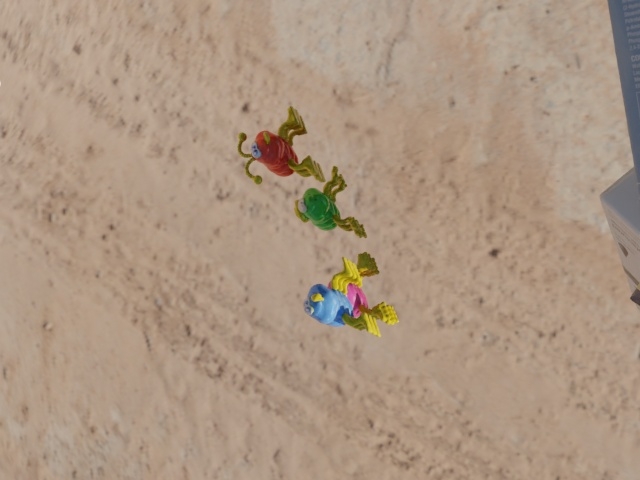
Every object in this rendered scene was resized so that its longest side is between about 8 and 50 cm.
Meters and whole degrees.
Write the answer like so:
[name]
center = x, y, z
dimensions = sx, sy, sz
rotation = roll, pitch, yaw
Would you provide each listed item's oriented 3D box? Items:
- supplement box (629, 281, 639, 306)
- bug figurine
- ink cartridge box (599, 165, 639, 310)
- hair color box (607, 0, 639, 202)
[supplement box]
center = 0.252, 0.025, 0.671
dimensions = 0.056, 0.083, 0.083
rotation = 30, 98, -7
[bug figurine]
center = 0.000, 0.000, 1.197
dimensions = 0.072, 0.216, 0.279
rotation = -25, 67, 13
[ink cartridge box]
center = 0.417, 0.043, 1.112
dimensions = 0.114, 0.197, 0.273
rotation = -39, 143, 1
[hair color box]
center = 0.314, -0.212, 0.842
dimensions = 0.185, 0.113, 0.375
rotation = -21, 102, -49
